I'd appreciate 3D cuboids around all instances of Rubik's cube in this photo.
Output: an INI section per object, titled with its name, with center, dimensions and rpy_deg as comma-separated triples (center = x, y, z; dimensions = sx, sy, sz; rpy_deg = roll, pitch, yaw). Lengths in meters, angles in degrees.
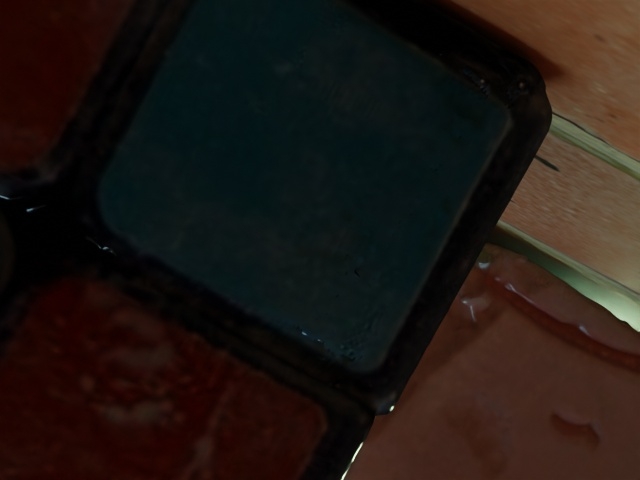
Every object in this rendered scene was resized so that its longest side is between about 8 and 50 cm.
[Rubik's cube]
center = -0.129, -0.004, 0.681
dimensions = 0.318, 0.313, 0.316
rpy_deg = 30, 175, -10

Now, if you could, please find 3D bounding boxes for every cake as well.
[cake]
center = 0.086, 0.151, 1.166
dimensions = 0.293, 0.314, 0.307
rpy_deg = 32, 176, -25
